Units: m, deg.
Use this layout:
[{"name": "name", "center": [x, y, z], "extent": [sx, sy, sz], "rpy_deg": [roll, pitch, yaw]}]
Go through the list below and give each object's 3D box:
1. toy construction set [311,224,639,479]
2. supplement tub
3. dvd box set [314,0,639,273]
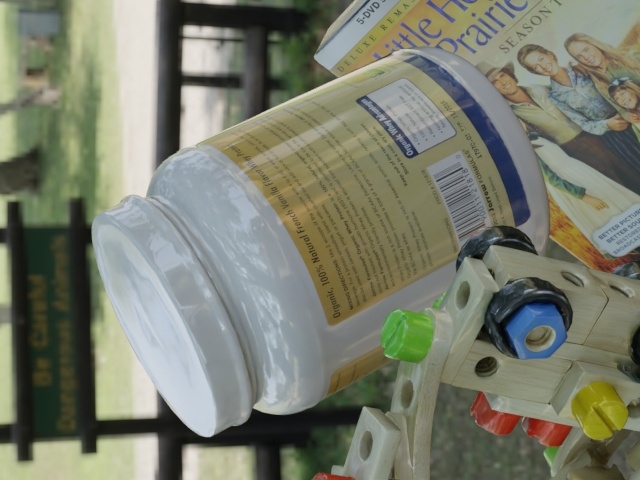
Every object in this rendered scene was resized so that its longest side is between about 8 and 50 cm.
[{"name": "toy construction set", "center": [0.134, 0.115, 0.862], "extent": [0.151, 0.328, 0.215], "rpy_deg": [52, 127, 43]}, {"name": "supplement tub", "center": [0.000, 0.000, 1.143], "extent": [0.228, 0.316, 0.228], "rpy_deg": [48, 154, 33]}, {"name": "dvd box set", "center": [0.243, -0.154, 1.412], "extent": [0.307, 0.420, 0.062], "rpy_deg": [-40, 19, 45]}]
